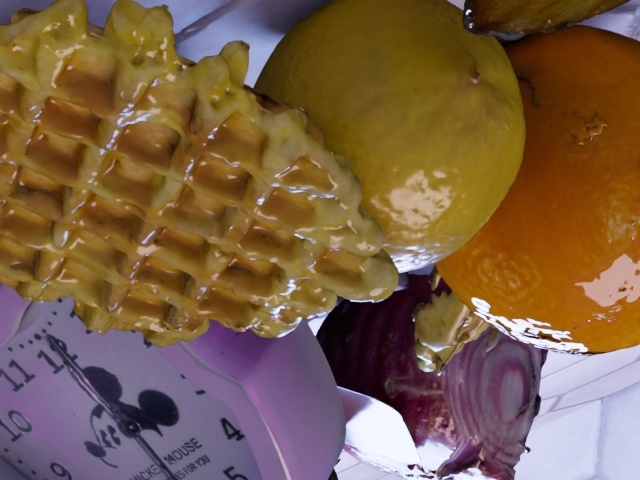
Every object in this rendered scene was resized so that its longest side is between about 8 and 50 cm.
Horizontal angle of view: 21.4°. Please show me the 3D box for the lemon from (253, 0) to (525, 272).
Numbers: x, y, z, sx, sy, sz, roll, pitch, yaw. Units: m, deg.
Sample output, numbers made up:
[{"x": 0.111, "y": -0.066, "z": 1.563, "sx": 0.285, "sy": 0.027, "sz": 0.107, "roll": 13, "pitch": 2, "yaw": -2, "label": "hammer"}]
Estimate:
[{"x": 0.036, "y": -0.066, "z": 1.082, "sx": 0.178, "sy": 0.178, "sz": 0.203, "roll": -9, "pitch": 161, "yaw": -36, "label": "lemon"}]

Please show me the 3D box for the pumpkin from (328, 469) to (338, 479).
[{"x": -0.143, "y": 0.218, "z": 1.775, "sx": 0.290, "sy": 0.095, "sz": 0.258, "roll": 6, "pitch": 176, "yaw": -10, "label": "pumpkin"}]

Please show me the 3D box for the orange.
[{"x": 0.191, "y": -0.040, "z": 1.240, "sx": 0.246, "sy": 0.246, "sz": 0.246, "roll": -20, "pitch": 164, "yaw": -6, "label": "orange"}]

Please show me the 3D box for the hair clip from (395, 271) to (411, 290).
[{"x": -0.002, "y": -0.004, "z": 1.393, "sx": 0.101, "sy": 0.085, "sz": 0.331, "roll": -25, "pitch": 165, "yaw": 35, "label": "hair clip"}]

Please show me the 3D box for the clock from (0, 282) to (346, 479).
[{"x": -0.152, "y": 0.118, "z": 1.286, "sx": 0.338, "sy": 0.338, "sz": 0.102, "roll": -36, "pitch": -167, "yaw": 41, "label": "clock"}]

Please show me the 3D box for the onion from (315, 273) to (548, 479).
[{"x": 0.100, "y": 0.137, "z": 1.768, "sx": 0.230, "sy": 0.272, "sz": 0.256, "roll": 20, "pitch": 137, "yaw": -27, "label": "onion"}]

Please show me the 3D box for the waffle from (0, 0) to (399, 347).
[{"x": -0.116, "y": -0.027, "z": 1.001, "sx": 0.312, "sy": 0.060, "sz": 0.307, "roll": -13, "pitch": 138, "yaw": 35, "label": "waffle"}]

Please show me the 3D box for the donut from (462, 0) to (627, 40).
[{"x": 0.181, "y": -0.218, "z": 0.914, "sx": 0.272, "sy": 0.107, "sz": 0.272, "roll": -23, "pitch": 168, "yaw": -5, "label": "donut"}]

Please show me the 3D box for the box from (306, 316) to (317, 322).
[{"x": -0.137, "y": 0.069, "z": 1.455, "sx": 0.215, "sy": 0.086, "sz": 0.215, "roll": -34, "pitch": 159, "yaw": 36, "label": "box"}]

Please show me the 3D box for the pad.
[{"x": -0.034, "y": 0.153, "z": 1.647, "sx": 0.267, "sy": 0.004, "sz": 0.181, "roll": 15, "pitch": 158, "yaw": 20, "label": "pad"}]

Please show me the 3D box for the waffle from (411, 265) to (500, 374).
[{"x": 0.174, "y": -0.007, "z": 1.485, "sx": 0.280, "sy": 0.060, "sz": 0.262, "roll": -47, "pitch": 163, "yaw": -15, "label": "waffle"}]
